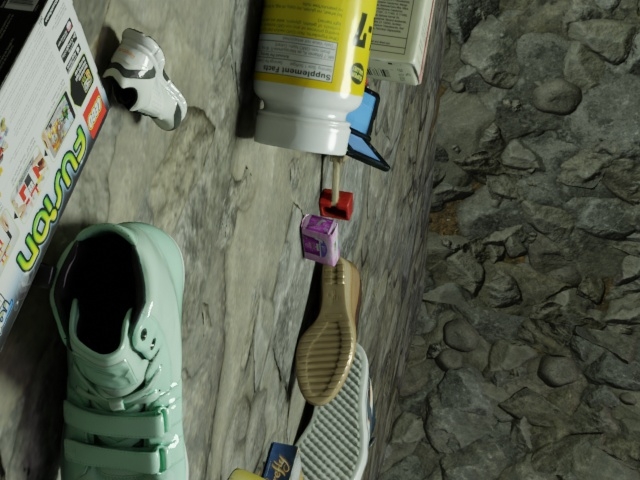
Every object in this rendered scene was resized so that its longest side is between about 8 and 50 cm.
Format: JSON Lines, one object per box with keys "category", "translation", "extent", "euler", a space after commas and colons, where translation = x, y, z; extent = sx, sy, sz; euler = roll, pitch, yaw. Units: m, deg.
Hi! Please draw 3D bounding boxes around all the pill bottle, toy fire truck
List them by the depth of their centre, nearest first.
{"category": "pill bottle", "translation": [-0.007, -0.199, 1.067], "extent": [0.119, 0.119, 0.208], "euler": [-29, 128, -77]}
{"category": "toy fire truck", "translation": [0.035, -0.140, 1.541], "extent": [0.192, 0.047, 0.135], "euler": [87, 18, -46]}

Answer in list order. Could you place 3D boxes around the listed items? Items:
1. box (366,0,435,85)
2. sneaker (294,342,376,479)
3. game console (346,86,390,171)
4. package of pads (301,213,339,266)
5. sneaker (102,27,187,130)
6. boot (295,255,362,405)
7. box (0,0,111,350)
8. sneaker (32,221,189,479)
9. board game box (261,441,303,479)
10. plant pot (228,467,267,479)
{"category": "box", "translation": [0.069, -0.326, 1.275], "extent": [0.127, 0.149, 0.232], "euler": [22, 78, -80]}
{"category": "sneaker", "translation": [0.029, 0.335, 1.722], "extent": [0.127, 0.126, 0.321], "euler": [78, 23, -53]}
{"category": "game console", "translation": [0.058, -0.166, 1.447], "extent": [0.071, 0.107, 0.122], "euler": [-49, 146, 19]}
{"category": "package of pads", "translation": [0.000, 0.000, 1.467], "extent": [0.083, 0.050, 0.032], "euler": [85, 23, -54]}
{"category": "sneaker", "translation": [-0.129, -0.107, 0.739], "extent": [0.043, 0.040, 0.109], "euler": [-60, 160, -17]}
{"category": "boot", "translation": [0.028, 0.159, 1.648], "extent": [0.207, 0.090, 0.248], "euler": [66, 32, -68]}
{"category": "box", "translation": [-0.175, -0.031, 0.543], "extent": [0.114, 0.036, 0.206], "euler": [84, 19, -56]}
{"category": "sneaker", "translation": [-0.143, 0.110, 0.675], "extent": [0.151, 0.094, 0.255], "euler": [55, 35, -83]}
{"category": "board game box", "translation": [-0.076, 0.439, 1.482], "extent": [0.165, 0.042, 0.243], "euler": [86, 17, -52]}
{"category": "plant pot", "translation": [-0.073, 0.362, 1.283], "extent": [0.134, 0.095, 0.134], "euler": [10, 90, -79]}
